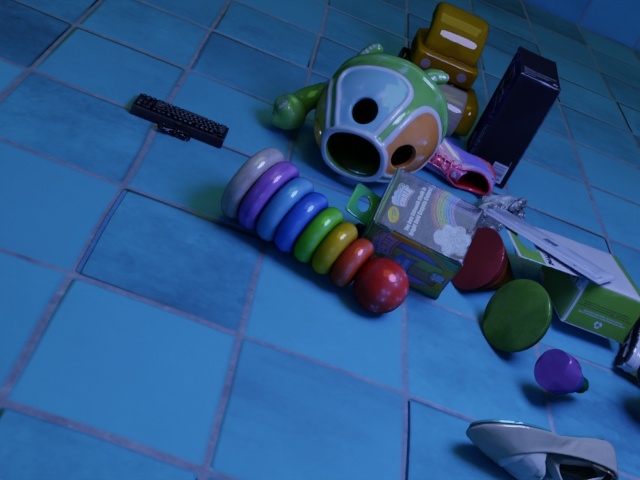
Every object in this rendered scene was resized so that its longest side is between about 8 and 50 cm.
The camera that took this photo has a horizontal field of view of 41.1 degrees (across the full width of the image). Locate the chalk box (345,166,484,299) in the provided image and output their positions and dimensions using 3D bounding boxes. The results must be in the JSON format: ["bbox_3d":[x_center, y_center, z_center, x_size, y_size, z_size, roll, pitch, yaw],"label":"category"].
[{"bbox_3d":[0.144,-0.021,1.454,0.213,0.132,0.132,27,57,2],"label":"chalk box"}]

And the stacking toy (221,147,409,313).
[{"bbox_3d":[0.000,0.000,1.378,0.330,0.141,0.141,40,35,11],"label":"stacking toy"}]

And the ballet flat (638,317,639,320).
[{"bbox_3d":[0.695,0.185,1.633,0.067,0.073,0.206,7,38,-51],"label":"ballet flat"}]

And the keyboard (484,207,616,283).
[{"bbox_3d":[0.411,0.006,1.543,0.256,0.014,0.072,37,22,33],"label":"keyboard"}]

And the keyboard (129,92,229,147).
[{"bbox_3d":[-0.263,-0.223,1.598,0.180,0.023,0.108,20,33,-7],"label":"keyboard"}]

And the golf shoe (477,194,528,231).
[{"bbox_3d":[0.350,-0.060,1.766,0.086,0.069,0.176,24,23,38],"label":"golf shoe"}]

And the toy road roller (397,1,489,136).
[{"bbox_3d":[0.296,-0.424,2.066,0.202,0.241,0.329,21,32,-7],"label":"toy road roller"}]

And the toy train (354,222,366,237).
[{"bbox_3d":[0.130,0.010,1.532,0.158,0.027,0.036,26,22,1],"label":"toy train"}]

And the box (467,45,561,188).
[{"bbox_3d":[0.431,-0.279,1.930,0.103,0.261,0.184,25,32,-1],"label":"box"}]

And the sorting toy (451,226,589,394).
[{"bbox_3d":[0.352,0.130,1.462,0.126,0.127,0.365,30,21,-38],"label":"sorting toy"}]

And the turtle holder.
[{"bbox_3d":[0.082,-0.246,1.670,0.320,0.243,0.227,36,50,0],"label":"turtle holder"}]

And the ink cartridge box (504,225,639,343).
[{"bbox_3d":[0.442,0.066,1.577,0.255,0.097,0.189,19,24,-9],"label":"ink cartridge box"}]

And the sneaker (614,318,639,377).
[{"bbox_3d":[0.601,0.197,1.549,0.094,0.081,0.208,40,41,9],"label":"sneaker"}]

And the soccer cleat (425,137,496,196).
[{"bbox_3d":[0.265,-0.170,1.833,0.248,0.083,0.095,24,32,-8],"label":"soccer cleat"}]

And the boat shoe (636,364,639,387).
[{"bbox_3d":[0.657,0.272,1.448,0.342,0.123,0.123,15,70,-20],"label":"boat shoe"}]

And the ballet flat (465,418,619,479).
[{"bbox_3d":[0.317,0.305,1.195,0.248,0.086,0.086,12,35,-22],"label":"ballet flat"}]
